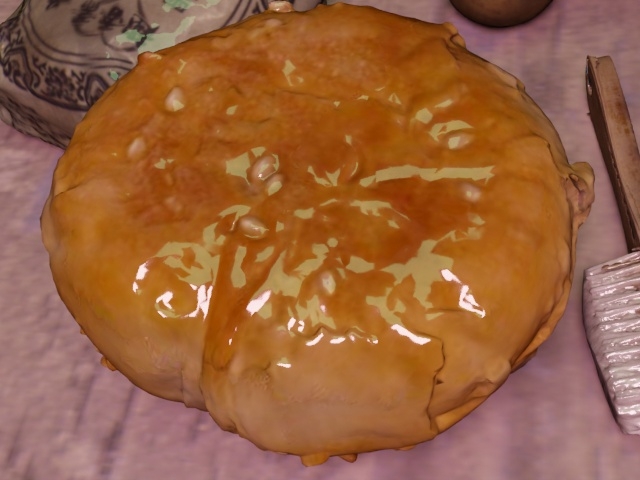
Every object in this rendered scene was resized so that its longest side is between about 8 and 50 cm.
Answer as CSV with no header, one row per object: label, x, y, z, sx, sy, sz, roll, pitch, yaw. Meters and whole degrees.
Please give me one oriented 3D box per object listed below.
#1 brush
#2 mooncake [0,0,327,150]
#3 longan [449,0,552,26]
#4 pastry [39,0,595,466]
brush,0.200,-0.005,0.672,0.065,0.070,0.327,-11,50,14
mooncake,-0.131,-0.178,0.808,0.254,0.136,0.250,24,63,25
longan,0.155,-0.234,0.829,0.119,0.106,0.106,-43,58,-17
pastry,0.000,0.000,0.618,0.316,0.184,0.284,10,61,15
